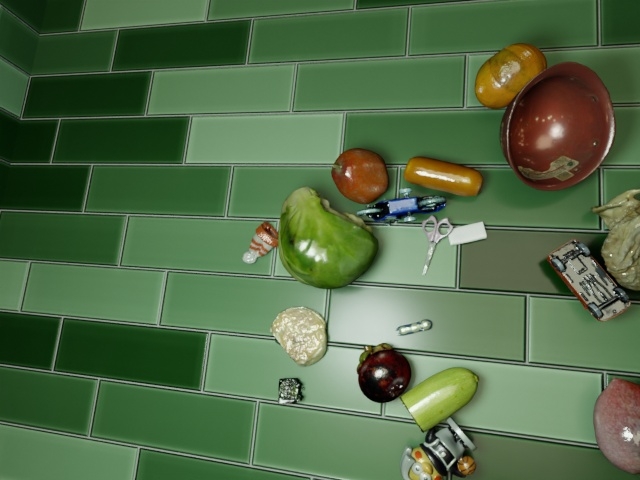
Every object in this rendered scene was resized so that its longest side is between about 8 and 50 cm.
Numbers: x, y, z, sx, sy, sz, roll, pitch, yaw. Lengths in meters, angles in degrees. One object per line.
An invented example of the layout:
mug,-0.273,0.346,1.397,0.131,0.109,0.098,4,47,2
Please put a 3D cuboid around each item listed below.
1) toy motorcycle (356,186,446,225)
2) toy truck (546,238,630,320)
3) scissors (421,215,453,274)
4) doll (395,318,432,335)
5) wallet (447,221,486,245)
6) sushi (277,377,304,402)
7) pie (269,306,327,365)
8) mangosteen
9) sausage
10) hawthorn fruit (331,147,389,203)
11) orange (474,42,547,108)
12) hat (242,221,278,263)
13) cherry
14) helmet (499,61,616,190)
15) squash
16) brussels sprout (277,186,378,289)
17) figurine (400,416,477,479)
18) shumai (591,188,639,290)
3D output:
toy motorcycle,0.281,-0.112,1.655,0.316,0.169,0.113,-8,86,2
toy truck,0.826,0.126,1.485,0.108,0.114,0.252,-33,71,5
scissors,0.385,0.018,1.659,0.111,0.021,0.212,15,85,34
doll,0.317,0.296,1.619,0.125,0.027,0.037,-17,82,10
wallet,0.503,-0.023,1.642,0.122,0.025,0.061,-13,77,11
sushi,-0.100,0.522,1.663,0.085,0.056,0.083,-8,69,13
pie,-0.066,0.330,1.695,0.185,0.052,0.218,-44,70,4
mangosteen,0.197,0.426,1.560,0.200,0.200,0.199,-3,78,13
sausage,0.427,-0.224,1.666,0.275,0.105,0.105,16,83,17
hawthorn fruit,0.121,-0.231,1.670,0.200,0.252,0.199,-5,82,43
orange,0.635,-0.558,1.615,0.240,0.240,0.171,-35,89,5
hat,-0.230,0.021,1.797,0.112,0.094,0.162,48,111,28
cherry,0.890,0.525,1.347,0.240,0.206,0.239,-19,40,17
helmet,0.715,-0.368,1.534,0.338,0.230,0.384,-18,110,2
squash,0.386,0.486,1.510,0.247,0.132,0.132,-33,73,2
brussels sprout,0.000,0.000,1.633,0.315,0.276,0.371,-44,71,-2
figurine,0.363,0.678,1.474,0.236,0.133,0.176,-40,70,0
shumai,0.957,-0.009,1.460,0.267,0.313,0.262,-25,29,10
